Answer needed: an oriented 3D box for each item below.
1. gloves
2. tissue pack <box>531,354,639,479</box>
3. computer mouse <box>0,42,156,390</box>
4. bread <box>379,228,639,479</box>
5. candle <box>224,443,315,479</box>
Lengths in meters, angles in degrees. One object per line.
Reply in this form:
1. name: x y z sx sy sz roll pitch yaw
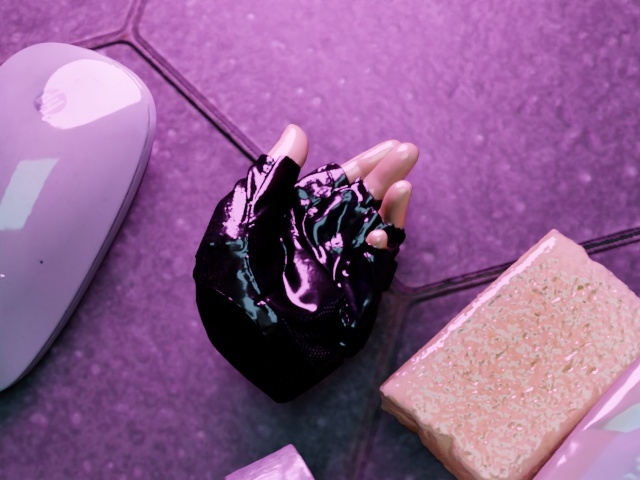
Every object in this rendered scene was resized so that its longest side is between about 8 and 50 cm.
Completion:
1. gloves: 0.000 0.000 1.197 0.203 0.124 0.164 -41 92 -31
2. tissue pack: 0.215 0.318 1.005 0.332 0.205 0.405 38 78 17
3. computer mouse: -0.239 -0.026 1.242 0.159 0.097 0.288 27 75 13
4. bread: 0.152 0.094 1.167 0.188 0.068 0.125 -42 71 -10
5. candle: 0.002 0.236 1.098 0.068 0.192 0.168 -28 113 -5
